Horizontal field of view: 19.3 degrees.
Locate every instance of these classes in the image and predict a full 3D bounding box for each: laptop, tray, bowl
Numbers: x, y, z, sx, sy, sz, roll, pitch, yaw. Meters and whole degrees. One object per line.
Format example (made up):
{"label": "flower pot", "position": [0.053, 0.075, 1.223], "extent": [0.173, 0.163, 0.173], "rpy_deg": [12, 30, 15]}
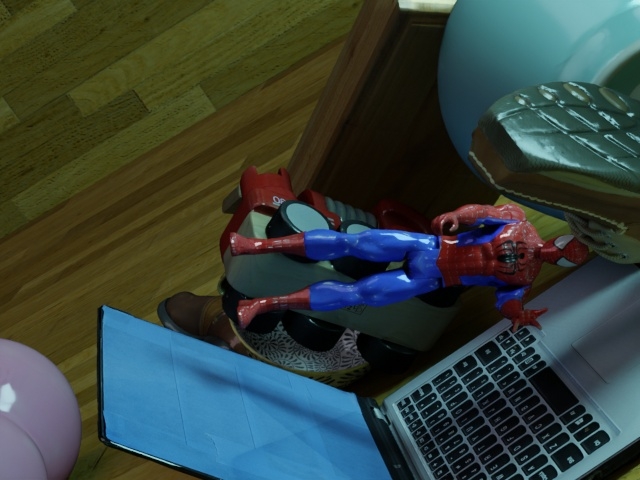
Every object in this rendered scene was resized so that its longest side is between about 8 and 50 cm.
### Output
{"label": "laptop", "position": [0.060, 0.075, 1.470], "extent": [0.408, 0.236, 0.382], "rpy_deg": [-34, 14, 1]}
{"label": "tray", "position": [0.108, -0.121, 1.805], "extent": [0.203, 0.076, 0.411], "rpy_deg": [2, -30, -16]}
{"label": "bowl", "position": [0.269, -0.125, 1.588], "extent": [0.311, 0.311, 0.163], "rpy_deg": [-33, 32, 5]}
{"label": "bowl", "position": [-0.008, 0.094, 1.837], "extent": [0.170, 0.170, 0.080], "rpy_deg": [-47, -26, -41]}

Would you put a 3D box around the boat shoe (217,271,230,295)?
{"label": "boat shoe", "position": [-0.083, 0.042, 2.332], "extent": [0.045, 0.050, 0.135], "rpy_deg": [-48, 9, -33]}

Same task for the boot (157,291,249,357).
{"label": "boot", "position": [-0.036, 0.049, 2.089], "extent": [0.280, 0.096, 0.264], "rpy_deg": [-35, 13, -5]}

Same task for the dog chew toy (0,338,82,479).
{"label": "dog chew toy", "position": [-0.374, 0.248, 2.003], "extent": [0.207, 0.206, 0.332], "rpy_deg": [-29, 22, 20]}

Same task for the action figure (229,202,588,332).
{"label": "action figure", "position": [0.071, 0.023, 1.455], "extent": [0.280, 0.091, 0.139], "rpy_deg": [-6, 6, 1]}

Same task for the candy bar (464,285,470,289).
{"label": "candy bar", "position": [0.111, 0.057, 1.878], "extent": [0.161, 0.018, 0.040], "rpy_deg": [-32, 13, 7]}

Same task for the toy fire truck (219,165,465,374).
{"label": "toy fire truck", "position": [0.000, 0.000, 1.782], "extent": [0.158, 0.217, 0.246], "rpy_deg": [-58, 27, 30]}

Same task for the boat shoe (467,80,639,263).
{"label": "boat shoe", "position": [0.246, -0.035, 1.440], "extent": [0.120, 0.324, 0.122], "rpy_deg": [-61, 41, 31]}
